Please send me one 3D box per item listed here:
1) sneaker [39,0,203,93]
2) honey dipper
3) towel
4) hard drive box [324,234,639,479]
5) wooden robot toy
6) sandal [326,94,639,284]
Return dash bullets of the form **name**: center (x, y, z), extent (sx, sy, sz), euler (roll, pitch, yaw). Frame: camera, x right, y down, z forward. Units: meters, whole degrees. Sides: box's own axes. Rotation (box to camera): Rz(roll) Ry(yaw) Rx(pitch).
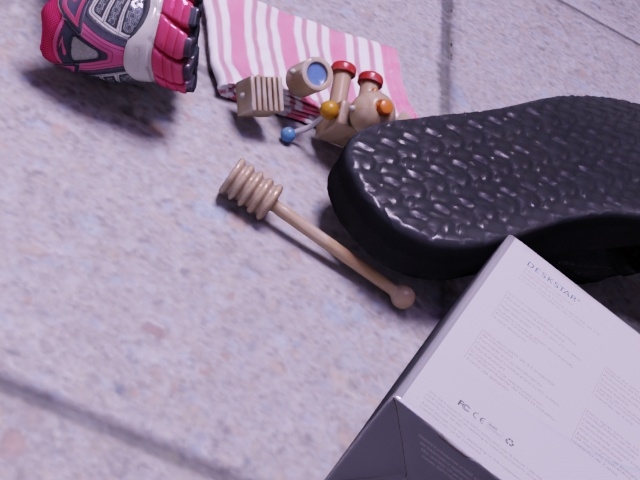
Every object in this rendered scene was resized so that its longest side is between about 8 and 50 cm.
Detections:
- **sneaker**: center (-0.146, -0.225, 0.958), extent (0.112, 0.121, 0.299), euler (4, 35, -7)
- **honey dipper**: center (0.000, 0.000, 0.884), extent (0.160, 0.030, 0.030), euler (36, 34, -5)
- **towel**: center (-0.006, -0.149, 1.056), extent (0.197, 0.029, 0.144), euler (15, 38, -27)
- **hard drive box**: center (0.136, 0.123, 0.791), extent (0.181, 0.089, 0.232), euler (39, 35, 6)
- **wooden robot toy**: center (0.027, -0.107, 0.965), extent (0.173, 0.079, 0.076), euler (17, 77, -25)
- **sandal**: center (0.188, -0.033, 1.025), extent (0.445, 0.107, 0.168), euler (-4, 51, -33)
